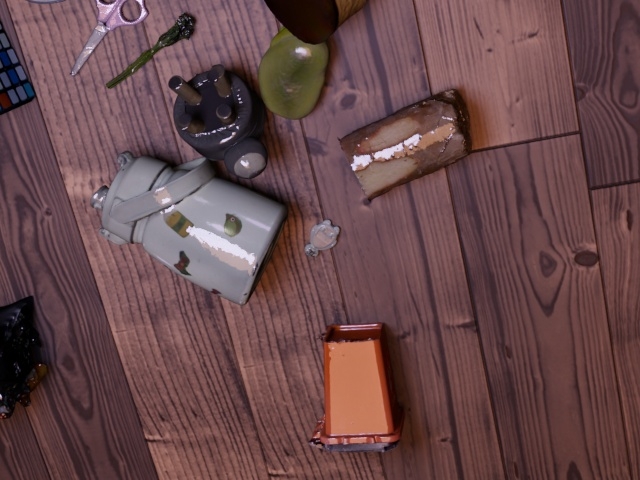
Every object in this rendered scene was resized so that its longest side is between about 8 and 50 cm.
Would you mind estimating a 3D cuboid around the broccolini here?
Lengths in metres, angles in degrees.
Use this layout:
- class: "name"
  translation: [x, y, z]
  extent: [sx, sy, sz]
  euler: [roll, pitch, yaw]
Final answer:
- class: "broccolini"
  translation: [-0.319, -0.350, 1.891]
  extent: [0.218, 0.044, 0.042]
  euler: [-29, 119, 23]

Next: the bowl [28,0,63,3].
- class: "bowl"
  translation: [-0.472, -0.543, 1.787]
  extent: [0.237, 0.126, 0.238]
  euler: [3, 111, 7]

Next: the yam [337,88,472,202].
- class: "yam"
  translation: [0.159, -0.172, 1.837]
  extent: [0.238, 0.129, 0.128]
  euler: [-23, 70, 15]

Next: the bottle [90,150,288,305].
- class: "bottle"
  translation: [-0.250, -0.049, 1.903]
  extent: [0.351, 0.229, 0.229]
  euler: [26, 112, 2]

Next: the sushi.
- class: "sushi"
  translation: [-0.681, 0.266, 2.076]
  extent: [0.227, 0.215, 0.212]
  euler: [-19, 107, 14]

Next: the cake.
- class: "cake"
  translation: [0.008, -0.457, 1.731]
  extent: [0.178, 0.185, 0.208]
  euler: [-38, 78, -22]

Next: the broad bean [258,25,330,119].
- class: "broad bean"
  translation: [-0.048, -0.305, 1.836]
  extent: [0.124, 0.082, 0.174]
  euler: [28, 112, 1]

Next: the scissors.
- class: "scissors"
  translation: [-0.407, -0.390, 1.892]
  extent: [0.110, 0.021, 0.212]
  euler: [36, 111, -9]

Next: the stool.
- class: "stool"
  translation: [-0.172, -0.221, 1.823]
  extent: [0.228, 0.139, 0.153]
  euler: [34, 87, 21]

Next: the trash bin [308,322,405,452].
- class: "trash bin"
  translation: [0.063, 0.289, 2.012]
  extent: [0.184, 0.161, 0.239]
  euler: [-5, 102, 10]

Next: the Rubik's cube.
- class: "Rubik's cube"
  translation: [-0.672, -0.297, 1.880]
  extent: [0.182, 0.187, 0.184]
  euler: [-19, 104, 16]

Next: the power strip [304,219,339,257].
- class: "power strip"
  translation: [0.000, 0.000, 1.970]
  extent: [0.055, 0.035, 0.083]
  euler: [38, 109, -7]
